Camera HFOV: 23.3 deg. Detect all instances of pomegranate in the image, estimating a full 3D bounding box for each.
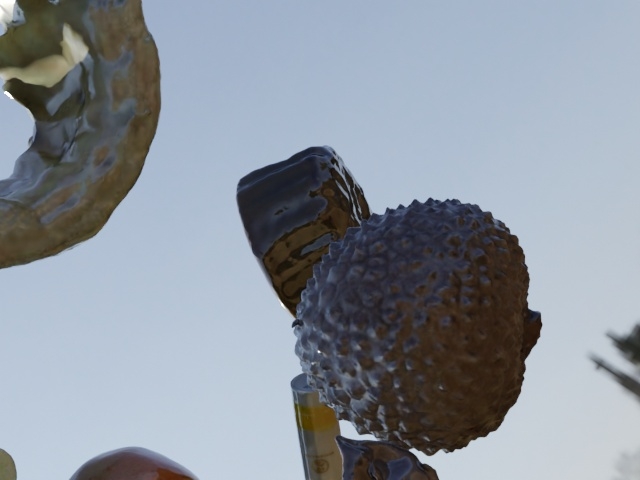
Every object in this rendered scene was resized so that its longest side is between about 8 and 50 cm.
[{"bbox_3d":[-0.284,0.419,2.226,0.252,0.229,0.270,-55,-34,12],"label":"pomegranate"}]

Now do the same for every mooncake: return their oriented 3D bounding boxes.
[{"bbox_3d":[0.000,0.000,2.357,0.161,0.290,0.290,-25,-15,10],"label":"mooncake"}]

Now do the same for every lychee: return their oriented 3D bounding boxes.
[{"bbox_3d":[0.114,0.094,1.787,0.300,0.300,0.300,-48,-20,-24],"label":"lychee"}]

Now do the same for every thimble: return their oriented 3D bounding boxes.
[{"bbox_3d":[-0.266,-0.119,1.195,0.291,0.291,0.195,-51,21,-16],"label":"thimble"}]

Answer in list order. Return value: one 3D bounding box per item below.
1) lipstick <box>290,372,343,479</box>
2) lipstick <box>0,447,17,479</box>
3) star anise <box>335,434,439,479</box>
[{"bbox_3d":[0.005,0.298,2.039,0.059,0.059,0.264,-36,-54,-46],"label":"lipstick"},{"bbox_3d":[-0.425,0.303,1.811,0.076,0.076,0.304,-45,4,-31],"label":"lipstick"},{"bbox_3d":[0.089,0.300,1.250,0.110,0.258,0.198,-29,-42,19],"label":"star anise"}]
